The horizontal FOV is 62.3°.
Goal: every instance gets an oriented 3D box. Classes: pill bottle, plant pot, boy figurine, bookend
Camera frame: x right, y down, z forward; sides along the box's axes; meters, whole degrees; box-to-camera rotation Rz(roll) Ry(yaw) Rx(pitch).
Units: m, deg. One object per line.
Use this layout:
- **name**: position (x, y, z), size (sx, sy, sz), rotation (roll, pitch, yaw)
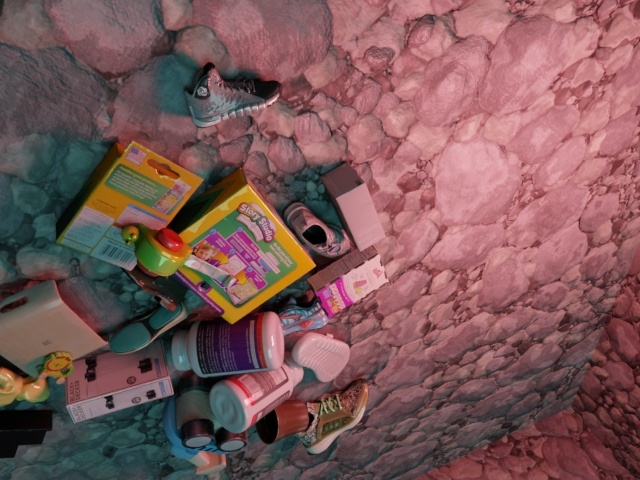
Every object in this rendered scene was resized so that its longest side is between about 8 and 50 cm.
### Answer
- **pill bottle**: position (-0.204, 0.495, 1.793), size (0.318, 0.176, 0.176), rotation (-22, 141, -51)
- **plant pot**: position (-0.146, 0.698, 2.076), size (0.165, 0.167, 0.167), rotation (4, 125, -40)
- **pill bottle**: position (-0.282, 0.324, 1.636), size (0.322, 0.181, 0.181), rotation (-7, 133, 5)
- **boy figurine**: position (-0.907, 0.402, 1.477), size (0.285, 0.092, 0.177), rotation (11, 128, -35)
- **bookend**: position (-0.936, 0.606, 1.647), size (0.157, 0.072, 0.156), rotation (11, 122, -34)

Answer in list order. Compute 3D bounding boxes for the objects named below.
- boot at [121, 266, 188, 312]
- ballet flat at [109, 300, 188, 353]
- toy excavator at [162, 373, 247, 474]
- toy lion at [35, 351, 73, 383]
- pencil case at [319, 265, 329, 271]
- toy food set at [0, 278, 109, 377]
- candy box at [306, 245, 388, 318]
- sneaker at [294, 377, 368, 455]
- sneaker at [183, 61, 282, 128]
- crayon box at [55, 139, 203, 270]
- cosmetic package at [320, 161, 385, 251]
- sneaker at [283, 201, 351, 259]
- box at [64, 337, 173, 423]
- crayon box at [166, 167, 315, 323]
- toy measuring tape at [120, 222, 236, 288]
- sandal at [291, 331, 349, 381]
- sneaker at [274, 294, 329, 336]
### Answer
- **boot**: position (-0.459, 0.100, 1.488), size (0.106, 0.082, 0.219), rotation (-50, 129, -15)
- **ballet flat**: position (-0.504, 0.261, 1.580), size (0.248, 0.086, 0.086), rotation (-30, 134, -4)
- **toy excavator**: position (-0.435, 0.709, 1.927), size (0.445, 0.222, 0.433), rotation (-38, 136, 25)
- **toy lion**: position (-0.732, 0.351, 1.478), size (0.096, 0.034, 0.100), rotation (-39, 144, 1)
- **pencil case**: position (0.067, 0.133, 1.769), size (0.151, 0.065, 0.070), rotation (21, 140, -38)
- **toy food set**: position (-0.748, 0.242, 1.443), size (0.219, 0.092, 0.306), rotation (-24, 142, -7)
- **candy box**: position (0.089, 0.126, 1.677), size (0.233, 0.071, 0.159), rotation (-30, 138, -6)
- **sneaker**: position (0.032, 0.713, 2.196), size (0.182, 0.158, 0.410), rotation (39, 99, -25)
- **sneaker**: position (-0.205, -0.354, 1.215), size (0.228, 0.086, 0.132), rotation (-23, 131, -7)
- **crayon box**: position (-0.467, -0.093, 1.297), size (0.203, 0.083, 0.323), rotation (30, 110, -40)
- **cosmetic package**: position (0.097, -0.097, 1.552), size (0.107, 0.127, 0.238), rotation (-32, 133, -1)
- **sneaker**: position (0.000, 0.000, 1.589), size (0.105, 0.115, 0.281), rotation (-45, 133, 13)
- **box**: position (-0.605, 0.416, 1.592), size (0.289, 0.169, 0.087), rotation (-12, 131, -17)
- **crayon box**: position (-0.239, 0.028, 1.487), size (0.313, 0.106, 0.363), rotation (-36, 130, 3)
- **toy measuring tape**: position (-0.345, 0.060, 1.320), size (0.330, 0.121, 0.121), rotation (34, 107, -31)
- **sandal**: position (0.000, 0.404, 1.940), size (0.169, 0.102, 0.416), rotation (-45, 148, -6)
- **sneaker**: position (-0.108, 0.242, 1.771), size (0.261, 0.104, 0.125), rotation (-11, 104, -12)
